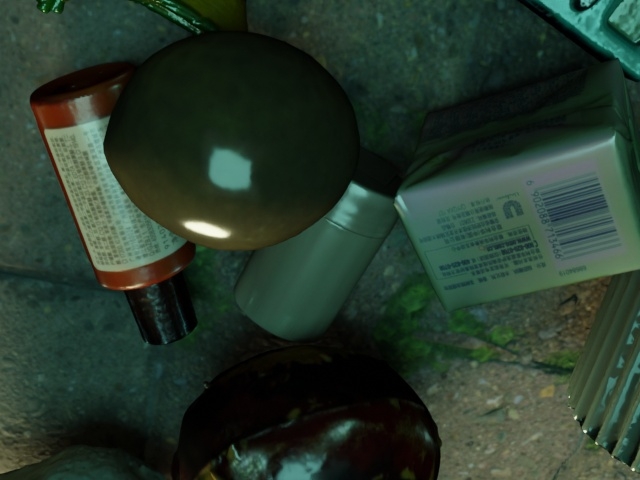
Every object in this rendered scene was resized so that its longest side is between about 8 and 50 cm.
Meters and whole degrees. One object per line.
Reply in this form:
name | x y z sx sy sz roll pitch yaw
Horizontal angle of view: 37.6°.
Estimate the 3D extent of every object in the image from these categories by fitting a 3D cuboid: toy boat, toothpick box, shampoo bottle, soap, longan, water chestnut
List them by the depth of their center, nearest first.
longan | -0.075 -0.085 0.790 0.213 0.198 0.198 20 113 9
toy boat | -0.137 -0.200 0.844 0.230 0.089 0.088 20 97 -22
soap | 0.188 -0.052 0.850 0.200 0.182 0.138 -15 116 24
shampoo bottle | -0.186 -0.025 0.916 0.104 0.104 0.278 -13 114 4
toothpick box | 0.000 0.000 0.929 0.111 0.111 0.180 25 112 -12
water chestnut | -0.002 0.252 0.933 0.300 0.300 0.299 -1 114 -1

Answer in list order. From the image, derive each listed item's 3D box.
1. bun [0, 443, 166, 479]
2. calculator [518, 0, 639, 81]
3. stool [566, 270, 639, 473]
bun | -0.263 0.384 1.051 0.355 0.194 0.354 -1 111 -2
calculator | 0.268 -0.304 0.828 0.274 0.058 0.248 32 109 -14
stool | 0.418 0.045 0.873 0.297 0.297 0.329 10 109 -6
